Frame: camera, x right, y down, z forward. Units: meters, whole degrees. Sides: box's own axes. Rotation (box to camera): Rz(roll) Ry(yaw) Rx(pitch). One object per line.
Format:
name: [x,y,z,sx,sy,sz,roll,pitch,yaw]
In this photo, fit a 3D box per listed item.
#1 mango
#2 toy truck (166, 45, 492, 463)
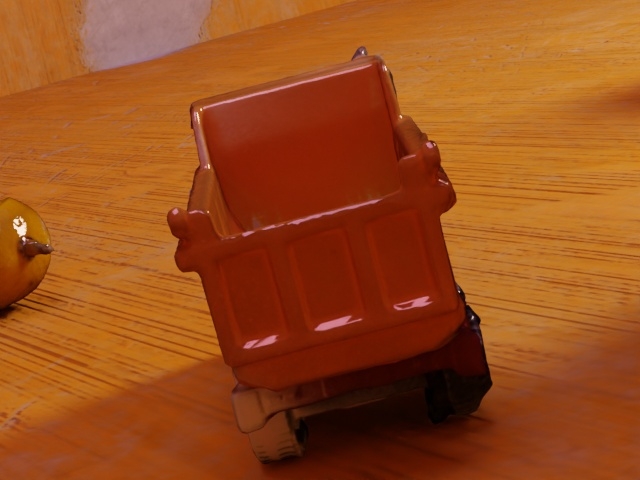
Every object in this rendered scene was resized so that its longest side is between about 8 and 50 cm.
mango: [-0.243,0.021,1.103,0.187,0.066,0.101,-14,18,25]
toy truck: [0.000,0.000,0.731,0.114,0.135,0.270,-14,11,1]
